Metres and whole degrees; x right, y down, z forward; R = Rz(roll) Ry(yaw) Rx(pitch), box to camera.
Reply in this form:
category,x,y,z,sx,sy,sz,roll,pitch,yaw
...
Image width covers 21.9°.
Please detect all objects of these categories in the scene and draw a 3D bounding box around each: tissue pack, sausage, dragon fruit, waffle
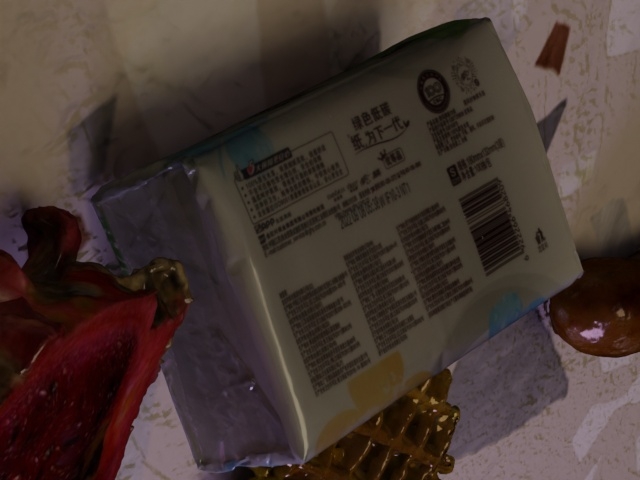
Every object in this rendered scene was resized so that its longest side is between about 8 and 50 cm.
category,x,y,z,sx,sy,sz,roll,pitch,yaw
tissue pack,0.000,0.000,0.868,0.229,0.145,0.159,-30,103,-40
sausage,0.278,0.022,1.300,0.302,0.076,0.103,-30,128,-41
dragon fruit,-0.150,0.069,0.715,0.211,0.134,0.262,-47,162,-42
waffle,0.010,0.175,1.066,0.228,0.051,0.232,-28,134,-40
